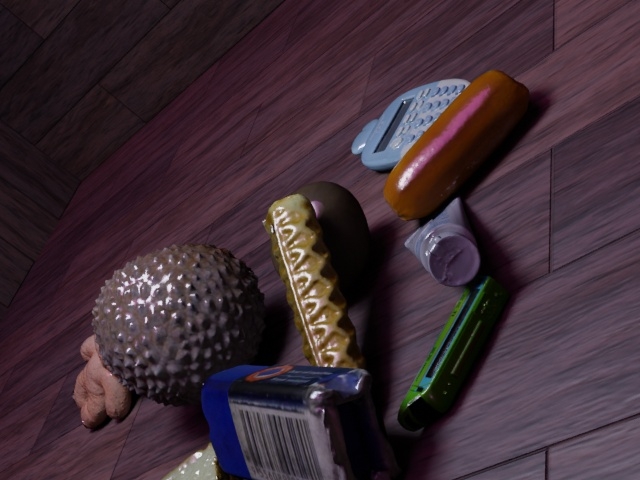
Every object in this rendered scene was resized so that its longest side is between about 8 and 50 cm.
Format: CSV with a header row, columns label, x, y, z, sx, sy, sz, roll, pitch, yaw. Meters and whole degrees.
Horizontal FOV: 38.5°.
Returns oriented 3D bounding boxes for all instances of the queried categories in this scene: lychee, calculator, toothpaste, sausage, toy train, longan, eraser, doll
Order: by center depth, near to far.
label,x,y,z,sx,sy,sz,roll,pitch,yaw
toy train,0.162,0.139,1.109,0.209,0.044,0.042,-58,24,-19
eraser,-0.036,0.243,1.172,0.101,0.155,0.332,-17,4,-32
toothpaste,0.167,-0.003,1.264,0.114,0.073,0.299,-46,6,9
sausage,0.205,-0.143,1.396,0.274,0.105,0.105,-47,23,6
longan,0.000,0.000,1.465,0.189,0.189,0.189,-40,25,23
lychee,-0.235,0.147,1.553,0.300,0.300,0.300,-40,25,23
calculator,0.163,-0.205,1.644,0.302,0.042,0.188,-10,47,57
doll,-0.417,0.267,1.913,0.201,0.156,0.303,54,131,26

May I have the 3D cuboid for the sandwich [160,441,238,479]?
label,x,y,z,sx,sy,sz,roll,pitch,yaw
sandwich,-0.192,0.424,1.266,0.226,0.087,0.251,-36,24,2

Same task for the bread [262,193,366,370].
label,x,y,z,sx,sy,sz,roll,pitch,yaw
bread,-0.004,0.088,1.283,0.084,0.077,0.368,-29,56,17
